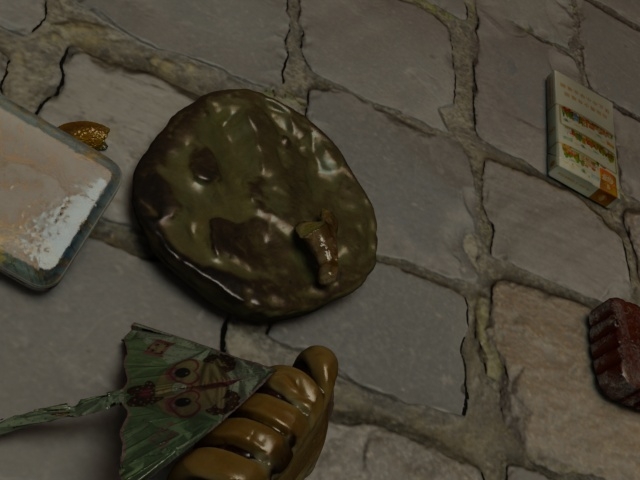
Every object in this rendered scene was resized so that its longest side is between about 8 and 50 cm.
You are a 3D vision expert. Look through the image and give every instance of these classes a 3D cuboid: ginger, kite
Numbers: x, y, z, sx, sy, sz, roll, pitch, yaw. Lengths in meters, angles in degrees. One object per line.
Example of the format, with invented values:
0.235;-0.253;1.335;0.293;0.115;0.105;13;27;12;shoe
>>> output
0.000;-0.001;0.911;0.048;0.030;0.097;22;47;-25;ginger
-0.159;0.129;0.726;0.250;0.012;0.229;-9;26;-10;kite

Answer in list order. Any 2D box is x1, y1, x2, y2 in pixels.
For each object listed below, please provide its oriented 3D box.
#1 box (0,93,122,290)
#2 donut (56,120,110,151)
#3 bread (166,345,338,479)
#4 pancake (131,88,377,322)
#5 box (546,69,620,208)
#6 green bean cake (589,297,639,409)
-0.330;-0.078;0.784;0.285;0.044;0.142;31;64;-10;box
-0.241;-0.089;0.874;0.083;0.038;0.067;-8;62;-35;donut
-0.061;0.189;0.742;0.081;0.134;0.225;24;41;18;bread
-0.064;-0.035;0.947;0.294;0.049;0.294;19;49;-23;pancake
0.402;-0.159;1.356;0.122;0.032;0.220;26;48;-17;box
0.408;0.151;1.126;0.135;0.056;0.135;22;50;-21;green bean cake
